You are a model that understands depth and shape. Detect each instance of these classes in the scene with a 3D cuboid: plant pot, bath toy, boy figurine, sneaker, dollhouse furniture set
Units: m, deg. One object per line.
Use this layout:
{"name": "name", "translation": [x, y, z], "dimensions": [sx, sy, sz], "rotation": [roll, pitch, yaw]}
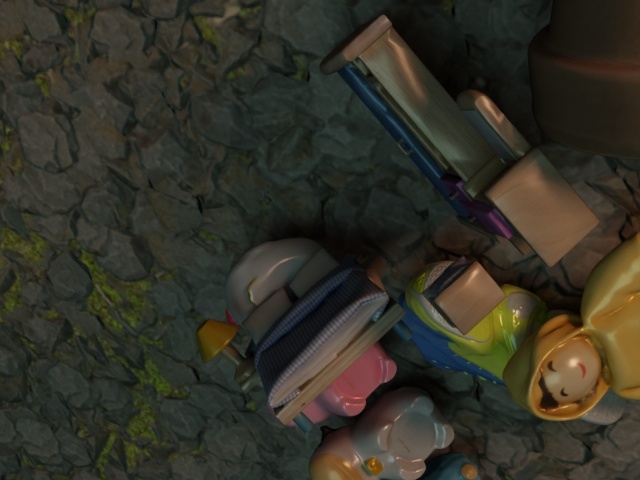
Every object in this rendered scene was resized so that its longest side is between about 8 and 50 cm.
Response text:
{"name": "plant pot", "translation": [0.255, -0.200, 0.679], "dimensions": [0.263, 0.263, 0.229], "rotation": [-1, 113, 24]}
{"name": "bath toy", "translation": [0.013, 0.148, 1.083], "dimensions": [0.348, 0.151, 0.129], "rotation": [56, 167, -16]}
{"name": "boy figurine", "translation": [0.285, 0.066, 0.880], "dimensions": [0.285, 0.092, 0.177], "rotation": [-18, 112, 9]}
{"name": "sneaker", "translation": [0.175, 0.098, 1.014], "dimensions": [0.240, 0.091, 0.126], "rotation": [35, 159, -13]}
{"name": "dollhouse furniture set", "translation": [0.000, 0.000, 0.840], "dimensions": [0.303, 0.286, 0.198], "rotation": [-43, 99, 1]}
